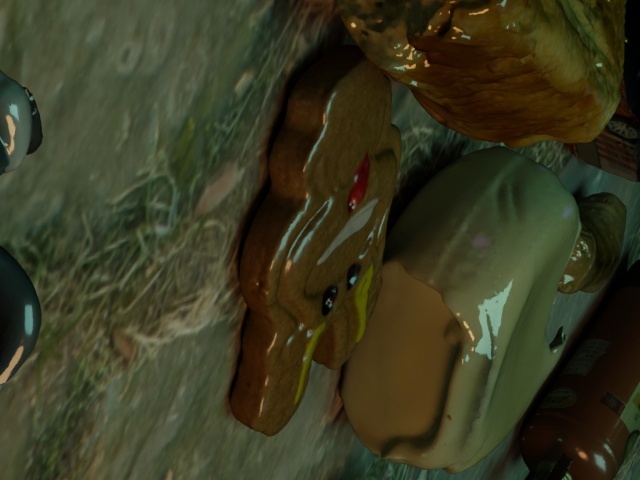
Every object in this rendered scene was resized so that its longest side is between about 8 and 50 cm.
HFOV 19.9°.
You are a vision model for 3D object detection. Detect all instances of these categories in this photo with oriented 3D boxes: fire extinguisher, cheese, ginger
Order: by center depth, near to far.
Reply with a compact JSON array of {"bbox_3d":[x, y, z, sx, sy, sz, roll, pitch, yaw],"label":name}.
[{"bbox_3d":[0.121,0.062,1.497,0.233,0.127,0.266,-35,144,-52],"label":"cheese"},{"bbox_3d":[0.260,0.004,1.819,0.190,0.069,0.095,-17,132,-62],"label":"ginger"},{"bbox_3d":[0.317,0.201,2.077,0.376,0.113,0.200,-51,153,-34],"label":"fire extinguisher"}]

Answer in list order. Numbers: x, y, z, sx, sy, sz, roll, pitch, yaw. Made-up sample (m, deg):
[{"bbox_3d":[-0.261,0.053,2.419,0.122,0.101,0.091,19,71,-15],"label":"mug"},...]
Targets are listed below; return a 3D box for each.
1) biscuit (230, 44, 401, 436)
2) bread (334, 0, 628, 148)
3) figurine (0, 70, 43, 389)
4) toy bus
[{"bbox_3d":[0.003,0.001,1.281,0.186,0.044,0.295,-49,153,-42],"label":"biscuit"},{"bbox_3d":[0.101,-0.177,1.192,0.344,0.149,0.195,32,61,-67],"label":"bread"},{"bbox_3d":[-0.208,0.050,0.756,0.265,0.140,0.193,-36,162,-27],"label":"figurine"},{"bbox_3d":[0.255,-0.180,1.600,0.093,0.092,0.409,-61,157,-18],"label":"toy bus"}]
